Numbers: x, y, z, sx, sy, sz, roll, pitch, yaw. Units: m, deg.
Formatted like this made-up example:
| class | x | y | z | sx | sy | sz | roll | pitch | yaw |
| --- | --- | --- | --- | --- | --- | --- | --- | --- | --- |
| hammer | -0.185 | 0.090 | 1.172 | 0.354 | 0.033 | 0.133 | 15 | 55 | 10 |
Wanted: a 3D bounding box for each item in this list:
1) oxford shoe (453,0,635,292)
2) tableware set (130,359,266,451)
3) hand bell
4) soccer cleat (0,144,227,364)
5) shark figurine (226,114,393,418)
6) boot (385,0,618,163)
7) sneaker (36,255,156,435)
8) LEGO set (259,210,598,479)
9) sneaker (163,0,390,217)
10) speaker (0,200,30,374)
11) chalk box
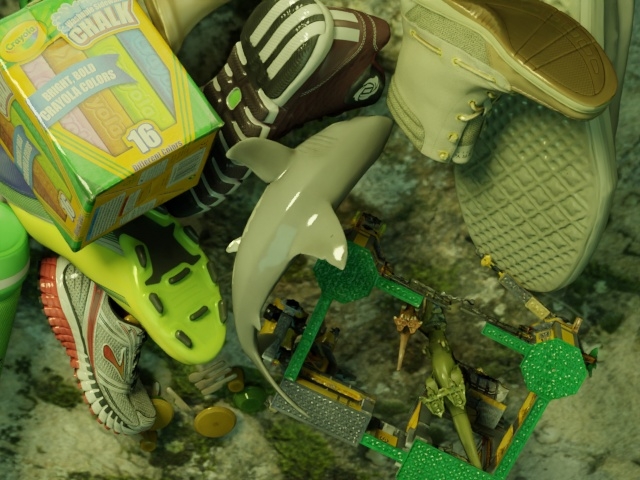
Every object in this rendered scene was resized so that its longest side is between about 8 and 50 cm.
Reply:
| class | x | y | z | sx | sy | sz | roll | pitch | yaw |
| --- | --- | --- | --- | --- | --- | --- | --- | --- | --- |
| oxford shoe | 0.212 | -0.140 | 1.105 | 0.169 | 0.130 | 0.449 | 21 | 135 | 31 |
| tableware set | -0.143 | 0.187 | 1.348 | 0.154 | 0.024 | 0.104 | -30 | 127 | 11 |
| hand bell | -0.035 | -0.252 | 1.020 | 0.242 | 0.126 | 0.126 | -21 | 126 | -8 |
| soccer cleat | -0.197 | 0.001 | 1.125 | 0.289 | 0.093 | 0.121 | 50 | 140 | -8 |
| shark figurine | -0.020 | 0.020 | 1.048 | 0.166 | 0.116 | 0.278 | 7 | 110 | -50 |
| boot | 0.143 | -0.125 | 1.018 | 0.077 | 0.213 | 0.165 | -33 | 148 | -32 |
| sneaker | -0.209 | 0.108 | 1.238 | 0.092 | 0.088 | 0.225 | -17 | 123 | 0 |
| LEGO set | 0.105 | 0.114 | 1.250 | 0.331 | 0.192 | 0.255 | 18 | 106 | 4 |
| sneaker | -0.032 | -0.112 | 1.109 | 0.162 | 0.106 | 0.281 | -6 | 156 | -42 |
| speaker | -0.367 | 0.102 | 1.188 | 0.131 | 0.131 | 0.297 | 11 | 122 | -16 |
| chalk box | -0.201 | -0.125 | 1.003 | 0.132 | 0.213 | 0.132 | -33 | 171 | -24 |
